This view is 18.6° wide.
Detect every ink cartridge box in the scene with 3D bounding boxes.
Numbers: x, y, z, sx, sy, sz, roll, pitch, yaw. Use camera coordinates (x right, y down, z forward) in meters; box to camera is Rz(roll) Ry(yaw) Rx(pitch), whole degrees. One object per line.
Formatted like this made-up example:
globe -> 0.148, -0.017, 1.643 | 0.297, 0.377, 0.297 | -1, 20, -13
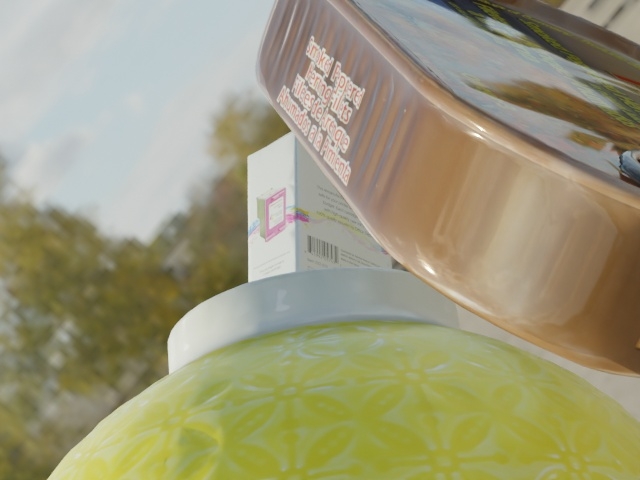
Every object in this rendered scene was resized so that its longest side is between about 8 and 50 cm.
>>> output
ink cartridge box -> 0.000, 0.000, 1.292 | 0.052, 0.088, 0.122 | -25, 55, 40

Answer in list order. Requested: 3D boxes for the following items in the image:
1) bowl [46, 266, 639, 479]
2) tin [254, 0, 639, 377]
bowl -> 0.008, 0.102, 0.739 | 0.289, 0.289, 0.156 | 130, 137, -56
tin -> 0.049, -0.018, 0.397 | 0.190, 0.106, 0.040 | -124, 48, -64
